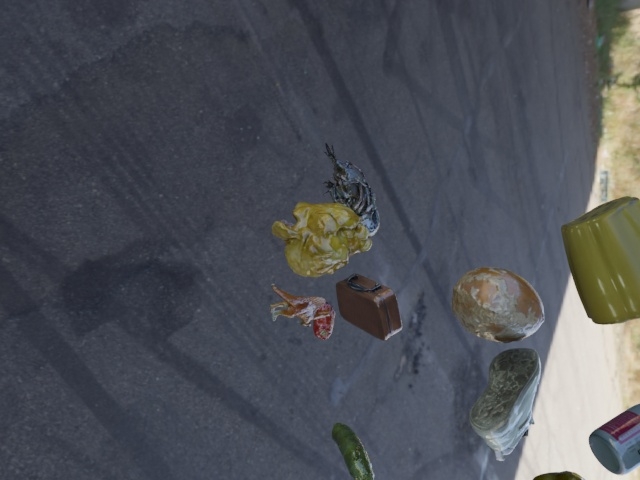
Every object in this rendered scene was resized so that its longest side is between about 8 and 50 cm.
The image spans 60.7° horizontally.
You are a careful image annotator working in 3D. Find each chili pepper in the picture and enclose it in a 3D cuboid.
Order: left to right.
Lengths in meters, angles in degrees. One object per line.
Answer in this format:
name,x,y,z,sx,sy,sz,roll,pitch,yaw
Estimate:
chili pepper,0.011,0.277,1.873,0.123,0.070,0.073,-79,170,-47

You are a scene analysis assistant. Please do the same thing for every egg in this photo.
egg,0.453,0.165,1.401,0.195,0.233,0.195,10,90,-79

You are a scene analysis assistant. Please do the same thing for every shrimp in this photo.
shrimp,0.115,-0.152,1.756,0.372,0.172,0.137,51,52,-41

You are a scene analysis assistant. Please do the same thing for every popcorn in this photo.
popcorn,-0.004,0.001,1.421,0.191,0.253,0.190,-26,121,-51

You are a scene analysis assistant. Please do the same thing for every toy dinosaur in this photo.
toy dinosaur,-0.042,0.151,1.236,0.212,0.142,0.057,100,-18,-65

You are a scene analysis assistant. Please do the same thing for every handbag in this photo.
handbag,0.126,0.172,1.468,0.072,0.193,0.151,-26,121,-27

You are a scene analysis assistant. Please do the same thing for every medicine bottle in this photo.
medicine bottle,0.635,0.365,1.064,0.217,0.090,0.090,-24,117,-14

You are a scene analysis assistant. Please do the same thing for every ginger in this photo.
ginger,0.106,0.682,1.757,0.089,0.290,0.137,-11,90,-11

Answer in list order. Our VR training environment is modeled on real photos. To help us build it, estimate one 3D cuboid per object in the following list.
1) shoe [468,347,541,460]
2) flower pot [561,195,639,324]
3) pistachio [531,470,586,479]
shoe,0.472,0.407,1.347,0.316,0.124,0.159,-36,112,-42
flower pot,0.530,0.026,0.965,0.195,0.195,0.179,-25,89,-53
pistachio,0.510,0.532,1.146,0.189,0.110,0.100,30,25,-37
